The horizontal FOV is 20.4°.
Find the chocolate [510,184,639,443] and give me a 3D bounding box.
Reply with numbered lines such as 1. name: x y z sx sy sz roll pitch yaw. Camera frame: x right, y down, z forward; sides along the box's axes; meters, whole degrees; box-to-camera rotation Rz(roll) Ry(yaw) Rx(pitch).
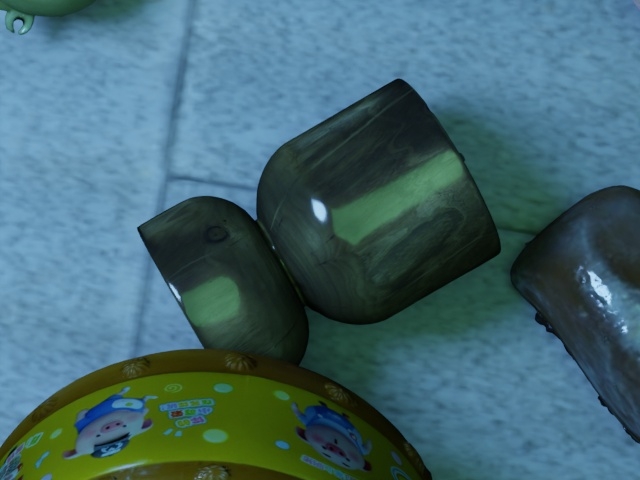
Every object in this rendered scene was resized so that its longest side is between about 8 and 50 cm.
1. chocolate: 0.283 0.065 1.545 0.161 0.083 0.261 -41 70 2

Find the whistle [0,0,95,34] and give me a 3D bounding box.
1. whistle: -0.222 -0.320 1.539 0.141 0.141 0.294 17 91 -3

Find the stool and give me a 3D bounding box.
1. stool: 0.000 0.000 1.528 0.264 0.179 0.179 -29 91 -4

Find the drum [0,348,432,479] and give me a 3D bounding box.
1. drum: -0.096 0.313 1.423 0.431 0.214 0.431 -1 115 -2

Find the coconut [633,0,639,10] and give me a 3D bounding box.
1. coconut: 0.322 -0.243 1.585 0.116 0.116 0.122 -36 87 -4
